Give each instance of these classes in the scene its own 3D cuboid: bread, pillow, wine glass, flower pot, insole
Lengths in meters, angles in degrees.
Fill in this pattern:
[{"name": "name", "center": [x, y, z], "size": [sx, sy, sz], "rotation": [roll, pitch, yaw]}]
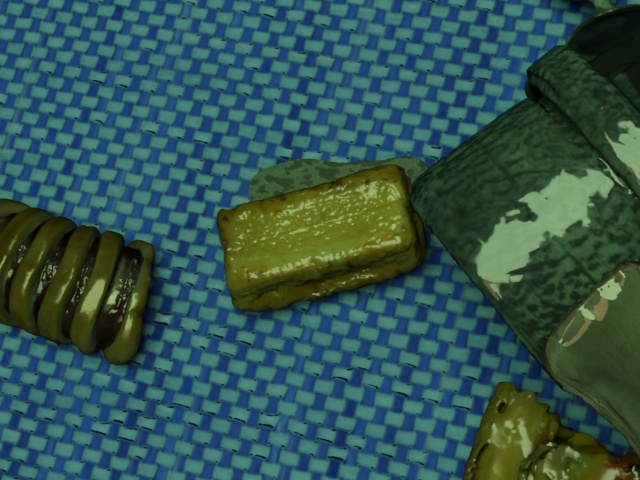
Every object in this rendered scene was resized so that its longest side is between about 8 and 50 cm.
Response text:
[{"name": "bread", "center": [0.000, 0.000, 1.503], "size": [0.211, 0.083, 0.114], "rotation": [-13, 68, 9]}, {"name": "pillow", "center": [0.290, 0.122, 1.253], "size": [0.130, 0.038, 0.232], "rotation": [-42, 110, 12]}, {"name": "bread", "center": [-0.275, 0.038, 1.553], "size": [0.225, 0.081, 0.134], "rotation": [16, 76, 17]}, {"name": "wine glass", "center": [0.266, -0.306, 1.532], "size": [0.103, 0.103, 0.231], "rotation": [-18, 67, 6]}, {"name": "flower pot", "center": [0.267, -0.023, 1.349], "size": [0.283, 0.299, 0.299], "rotation": [-39, 69, 2]}, {"name": "insole", "center": [0.019, -0.058, 1.559], "size": [0.193, 0.006, 0.065], "rotation": [-5, 72, 10]}]

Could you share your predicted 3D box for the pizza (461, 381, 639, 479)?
[{"name": "pizza", "center": [0.316, 0.323, 1.312], "size": [0.406, 0.130, 0.440], "rotation": [-7, 72, 12]}]
